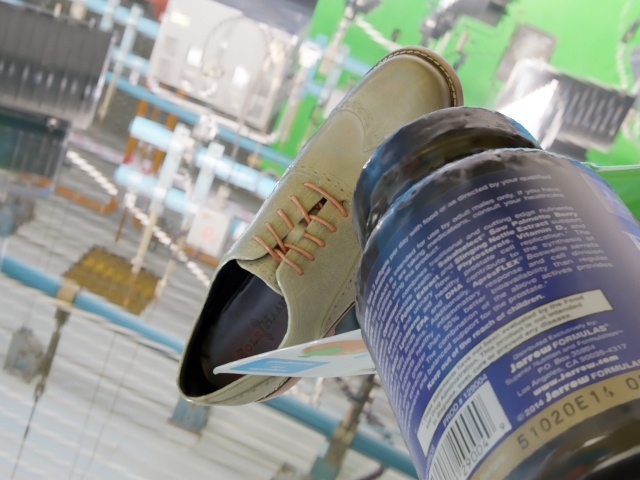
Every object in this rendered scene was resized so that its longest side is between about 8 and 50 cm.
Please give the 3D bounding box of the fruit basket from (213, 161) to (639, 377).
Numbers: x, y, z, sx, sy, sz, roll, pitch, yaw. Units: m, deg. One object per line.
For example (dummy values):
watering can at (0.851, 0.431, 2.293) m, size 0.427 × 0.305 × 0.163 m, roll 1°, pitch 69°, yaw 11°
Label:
fruit basket at (0.165, 0.067, 0.792) m, size 0.327 × 0.353 × 0.165 m, roll 8°, pitch -116°, yaw -48°

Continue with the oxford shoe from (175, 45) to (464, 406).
oxford shoe at (0.000, 0.000, 1.123) m, size 0.140 × 0.397 × 0.146 m, roll 33°, pitch -166°, yaw 14°

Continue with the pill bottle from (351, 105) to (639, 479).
pill bottle at (0.083, 0.041, 0.471) m, size 0.122 × 0.123 × 0.219 m, roll 10°, pitch -148°, yaw -23°
